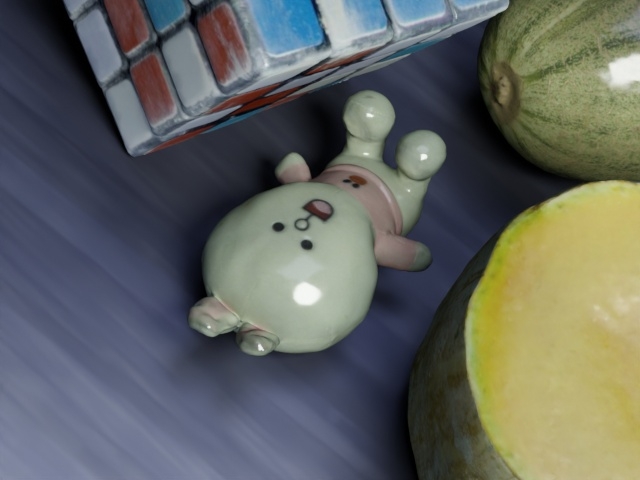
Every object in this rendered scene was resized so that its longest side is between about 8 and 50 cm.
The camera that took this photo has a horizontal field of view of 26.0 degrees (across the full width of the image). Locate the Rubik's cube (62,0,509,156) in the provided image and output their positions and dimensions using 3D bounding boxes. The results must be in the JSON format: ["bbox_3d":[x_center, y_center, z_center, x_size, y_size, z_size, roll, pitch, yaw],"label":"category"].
[{"bbox_3d":[-0.049,-0.241,1.109,0.256,0.253,0.259,-22,94,-34],"label":"Rubik's cube"}]

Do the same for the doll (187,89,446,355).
[{"bbox_3d":[0.000,0.005,1.096,0.155,0.113,0.275,31,57,13],"label":"doll"}]

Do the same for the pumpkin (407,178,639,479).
[{"bbox_3d":[0.225,0.118,0.971,0.332,0.199,0.332,0,76,0],"label":"pumpkin"}]

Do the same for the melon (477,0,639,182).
[{"bbox_3d":[0.295,-0.173,1.252,0.329,0.248,0.248,-18,64,-28],"label":"melon"}]
